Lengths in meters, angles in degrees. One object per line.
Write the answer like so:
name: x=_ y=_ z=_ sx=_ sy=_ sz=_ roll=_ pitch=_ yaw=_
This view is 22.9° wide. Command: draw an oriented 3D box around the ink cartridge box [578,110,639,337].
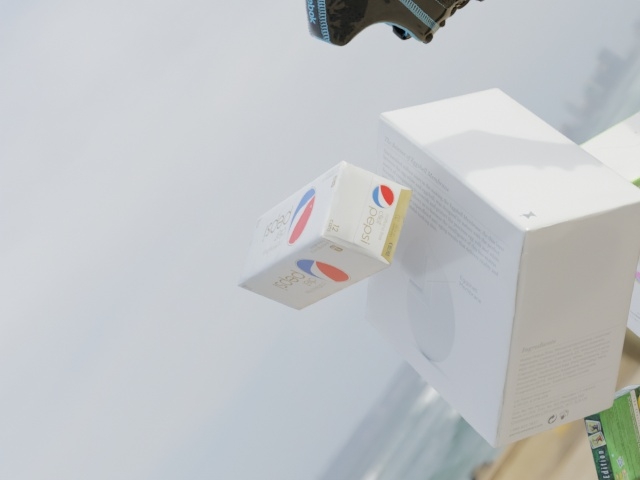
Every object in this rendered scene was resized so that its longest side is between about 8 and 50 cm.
ink cartridge box: x=0.463 y=-0.001 z=2.004 sx=0.207 sy=0.119 sz=0.353 roll=-29 pitch=-54 yaw=-12

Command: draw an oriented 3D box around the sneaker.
sneaker: x=0.121 y=-0.291 z=1.715 sx=0.341 sy=0.125 sz=0.139 roll=-8 pitch=-67 yaw=-30

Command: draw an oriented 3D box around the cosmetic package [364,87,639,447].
cosmetic package: x=0.157 y=0.018 z=1.399 sx=0.138 sy=0.224 sz=0.224 roll=-16 pitch=-53 yaw=-26

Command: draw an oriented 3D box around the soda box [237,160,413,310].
soda box: x=0.000 y=0.000 z=1.384 sx=0.216 sy=0.069 sz=0.074 roll=-31 pitch=39 yaw=65

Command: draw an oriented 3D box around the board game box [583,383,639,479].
board game box: x=0.401 y=0.323 z=2.002 sx=0.030 sy=0.259 sz=0.136 roll=-12 pitch=1 yaw=40
